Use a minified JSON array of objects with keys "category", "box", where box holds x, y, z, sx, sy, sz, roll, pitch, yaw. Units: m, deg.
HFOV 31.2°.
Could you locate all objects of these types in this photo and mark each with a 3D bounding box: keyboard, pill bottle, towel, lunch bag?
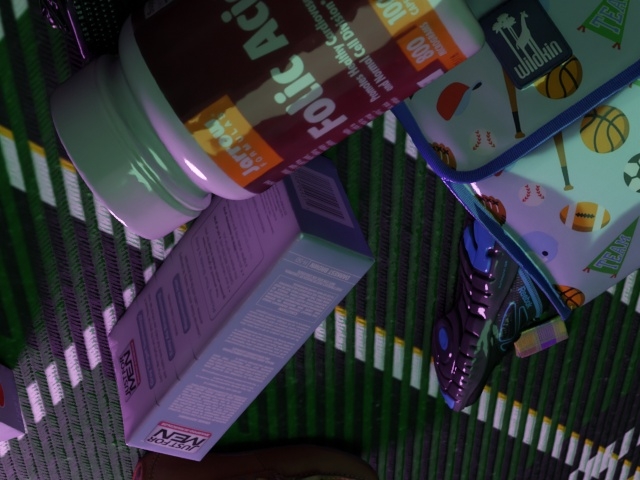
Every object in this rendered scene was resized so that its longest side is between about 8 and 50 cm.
[{"category":"keyboard","box":[-0.232,-0.237,1.128,0.100,0.038,0.192,-13,148,-5]},{"category":"pill bottle","box":[-0.057,-0.180,1.138,0.392,0.224,0.224,-33,133,11]},{"category":"towel","box":[0.329,0.144,1.722,0.083,0.009,0.060,-24,134,3]},{"category":"lunch bag","box":[0.281,-0.157,1.272,0.328,0.239,0.385,-35,111,16]}]

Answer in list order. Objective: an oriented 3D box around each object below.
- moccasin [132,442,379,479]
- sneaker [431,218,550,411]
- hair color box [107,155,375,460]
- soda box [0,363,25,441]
[{"category":"moccasin","box":[-0.087,0.384,1.709,0.380,0.147,0.139,8,129,-25]},{"category":"sneaker","box":[0.249,0.110,1.584,0.140,0.125,0.340,-3,133,-18]},{"category":"hair color box","box":[-0.109,0.075,1.386,0.114,0.185,0.374,21,122,-34]},{"category":"soda box","box":[-0.444,0.183,1.359,0.098,0.091,0.286,-17,162,-3]}]
